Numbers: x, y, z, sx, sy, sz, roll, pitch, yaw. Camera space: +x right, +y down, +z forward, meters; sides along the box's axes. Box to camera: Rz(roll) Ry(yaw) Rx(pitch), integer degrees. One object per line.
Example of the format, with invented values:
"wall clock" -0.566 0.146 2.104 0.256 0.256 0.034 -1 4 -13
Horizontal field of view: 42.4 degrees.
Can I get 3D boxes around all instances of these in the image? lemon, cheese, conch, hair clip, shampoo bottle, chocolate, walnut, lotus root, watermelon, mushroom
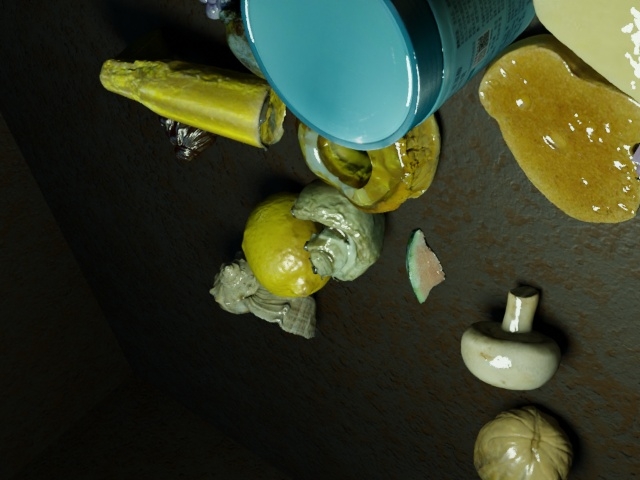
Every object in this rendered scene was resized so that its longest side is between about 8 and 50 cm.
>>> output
"lemon" -0.074 0.013 2.014 0.233 0.233 0.288 108 148 -56
"cheese" 0.453 -0.315 1.092 0.384 0.104 0.384 33 147 25
"conch" -0.120 0.143 2.287 0.352 0.210 0.297 16 -165 -41
"hair clip" -0.223 -0.565 1.754 0.124 0.052 0.195 -1 117 41
"shampoo bottle" 0.116 -0.362 1.238 0.331 0.343 0.331 33 147 25
"chocolate" -0.296 -0.339 1.873 0.445 0.162 0.162 17 141 15
"walnut" 0.469 0.501 1.917 0.225 0.225 0.261 35 153 21
"lotus root" -0.137 -0.422 1.746 0.192 0.088 0.113 42 124 -1
"watermelon" 0.222 0.044 1.873 0.101 0.080 0.155 -112 -4 -61
"mushroom" 0.399 0.199 1.708 0.207 0.207 0.215 20 108 39
"mushroom" 0.067 -0.028 1.858 0.164 0.189 0.267 3 129 31

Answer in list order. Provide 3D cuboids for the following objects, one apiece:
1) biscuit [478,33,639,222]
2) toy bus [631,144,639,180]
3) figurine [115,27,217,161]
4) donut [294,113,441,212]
"biscuit" 0.419 -0.185 1.333 0.343 0.057 0.287 52 150 -6
"toy bus" 0.542 -0.082 1.170 0.199 0.108 0.096 57 134 47
"figurine" -0.376 -0.363 2.104 0.187 0.168 0.315 -10 127 44
"donut" 0.084 -0.193 1.659 0.330 0.160 0.330 34 151 22
